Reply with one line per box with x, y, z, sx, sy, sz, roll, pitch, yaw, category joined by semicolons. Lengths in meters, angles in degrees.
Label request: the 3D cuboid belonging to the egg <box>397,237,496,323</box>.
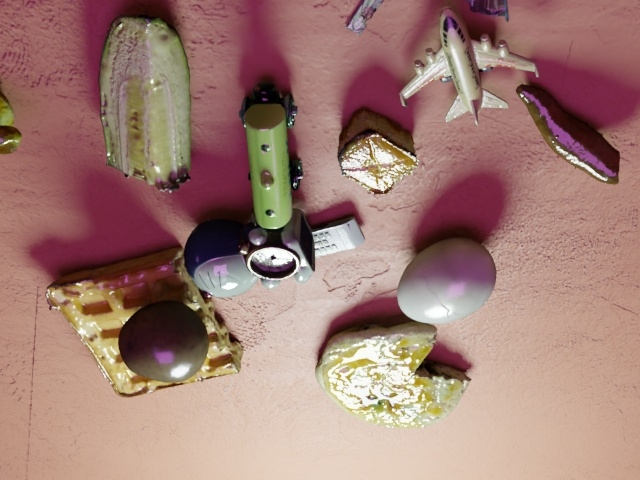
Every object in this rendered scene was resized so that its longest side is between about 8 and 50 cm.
0.237;0.081;1.808;0.151;0.151;0.209;38;125;-24;egg

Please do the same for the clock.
-0.135;0.028;1.781;0.243;0.146;0.199;-10;144;16;clock

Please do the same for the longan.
-0.302;0.195;1.823;0.187;0.167;0.167;-21;127;38;longan

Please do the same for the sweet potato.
0.424;-0.186;1.638;0.244;0.077;0.077;38;123;-8;sweet potato

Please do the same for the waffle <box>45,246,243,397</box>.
-0.360;0.176;1.967;0.304;0.077;0.348;-13;127;14;waffle

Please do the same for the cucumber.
-0.291;-0.248;1.606;0.145;0.105;0.325;21;133;21;cucumber

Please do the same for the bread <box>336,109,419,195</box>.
0.093;-0.152;1.679;0.140;0.069;0.128;27;127;-22;bread

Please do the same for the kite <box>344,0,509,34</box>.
0.149;-0.460;1.461;0.406;0.014;0.368;26;125;-17;kite

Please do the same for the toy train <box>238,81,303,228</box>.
-0.088;-0.139;1.643;0.105;0.157;0.253;0;130;3;toy train

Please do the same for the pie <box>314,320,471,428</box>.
0.148;0.294;2.035;0.338;0.075;0.337;2;130;2;pie

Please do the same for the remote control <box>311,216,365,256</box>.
0.000;0.000;1.834;0.166;0.029;0.065;-15;126;21;remote control

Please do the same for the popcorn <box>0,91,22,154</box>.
-0.607;-0.188;1.617;0.213;0.198;0.198;31;131;18;popcorn

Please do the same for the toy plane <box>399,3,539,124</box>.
0.230;-0.289;1.541;0.229;0.092;0.244;-11;136;15;toy plane
